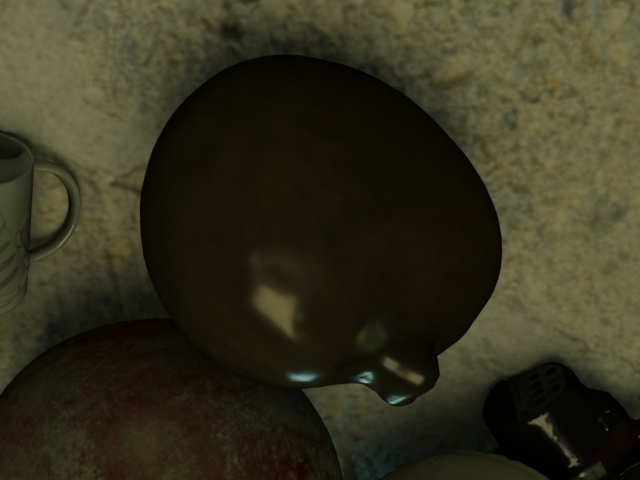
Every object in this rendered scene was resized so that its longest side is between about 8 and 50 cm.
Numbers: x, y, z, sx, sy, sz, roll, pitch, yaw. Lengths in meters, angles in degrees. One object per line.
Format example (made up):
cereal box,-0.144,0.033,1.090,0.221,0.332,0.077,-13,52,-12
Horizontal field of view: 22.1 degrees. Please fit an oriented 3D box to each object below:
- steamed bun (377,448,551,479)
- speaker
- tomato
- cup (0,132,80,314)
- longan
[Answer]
steamed bun,0.137,0.378,1.431,0.241,0.374,0.374,-33,127,-30
speaker,0.312,0.252,1.483,0.259,0.198,0.329,-14,116,32
tomato,-0.133,0.218,1.355,0.282,0.317,0.316,-40,124,-26
cup,-0.267,-0.012,1.332,0.136,0.099,0.133,5,120,-6
longan,0.000,0.000,1.261,0.300,0.300,0.243,20,139,-15
